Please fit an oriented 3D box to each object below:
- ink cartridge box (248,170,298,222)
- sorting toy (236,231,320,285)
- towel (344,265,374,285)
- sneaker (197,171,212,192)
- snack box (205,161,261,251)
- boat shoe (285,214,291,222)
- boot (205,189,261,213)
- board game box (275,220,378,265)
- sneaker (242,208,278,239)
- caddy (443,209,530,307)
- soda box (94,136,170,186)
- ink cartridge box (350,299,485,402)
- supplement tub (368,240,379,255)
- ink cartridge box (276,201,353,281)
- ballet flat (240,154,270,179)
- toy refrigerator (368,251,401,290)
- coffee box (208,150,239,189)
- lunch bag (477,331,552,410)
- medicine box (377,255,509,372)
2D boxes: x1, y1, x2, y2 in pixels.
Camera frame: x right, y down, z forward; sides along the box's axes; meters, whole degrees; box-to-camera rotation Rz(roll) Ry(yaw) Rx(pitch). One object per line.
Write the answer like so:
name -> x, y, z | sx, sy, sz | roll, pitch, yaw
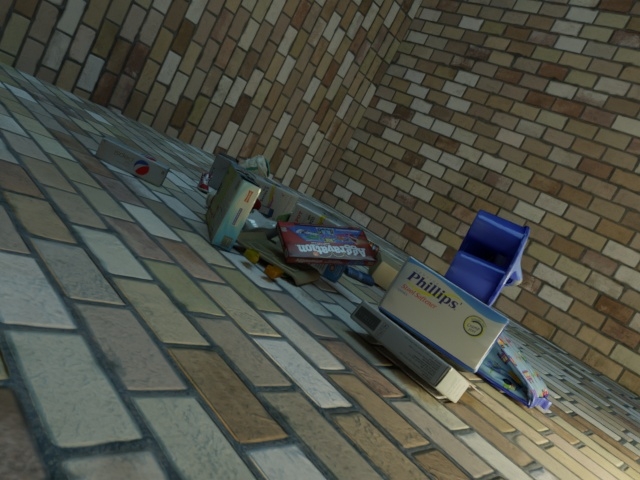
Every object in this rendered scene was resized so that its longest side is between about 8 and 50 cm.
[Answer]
ink cartridge box -> -0.216, -0.152, 1.984 | 0.212, 0.154, 0.093 | 23, 10, -36
sorting toy -> -0.135, 0.053, 1.411 | 0.229, 0.041, 0.307 | 35, 10, 14
towel -> 0.141, 0.128, 1.873 | 0.119, 0.029, 0.067 | 25, 9, -21
sneaker -> -0.447, -0.227, 1.992 | 0.042, 0.067, 0.118 | 23, 9, -27
snack box -> -0.255, -0.106, 1.453 | 0.060, 0.187, 0.322 | 25, 9, -21
boat shoe -> -0.108, -0.065, 2.049 | 0.075, 0.083, 0.226 | 21, 10, -36
boot -> -0.257, -0.099, 1.782 | 0.176, 0.089, 0.244 | 33, 17, 28
board game box -> 0.019, 0.010, 1.485 | 0.281, 0.027, 0.145 | 4, 43, -26
sneaker -> -0.192, -0.060, 1.672 | 0.094, 0.080, 0.212 | 57, 18, 17
caddy -> 0.440, 0.068, 1.343 | 0.179, 0.241, 0.341 | 29, -7, 14
soda box -> -0.598, -0.252, 1.643 | 0.216, 0.069, 0.074 | 25, 9, -14
ink cartridge box -> 0.222, 0.267, 1.180 | 0.275, 0.060, 0.239 | 35, -6, 44
supplement tub -> 0.155, 0.027, 2.282 | 0.197, 0.106, 0.106 | 27, 8, -5
ink cartridge box -> 0.000, 0.000, 1.693 | 0.232, 0.171, 0.168 | 29, 9, 6
ballet flat -> -0.318, -0.292, 2.258 | 0.146, 0.147, 0.409 | 27, -11, -10
toy refrigerator -> 0.257, 0.127, 2.056 | 0.102, 0.094, 0.269 | 35, 9, -1
coffee box -> -0.435, -0.307, 2.271 | 0.098, 0.141, 0.246 | 26, 9, -12
lunch bag -> 0.537, 0.361, 1.467 | 0.293, 0.138, 0.221 | 44, 13, 31
medicine box -> 0.294, 0.193, 1.279 | 0.263, 0.149, 0.289 | 33, -6, 16
